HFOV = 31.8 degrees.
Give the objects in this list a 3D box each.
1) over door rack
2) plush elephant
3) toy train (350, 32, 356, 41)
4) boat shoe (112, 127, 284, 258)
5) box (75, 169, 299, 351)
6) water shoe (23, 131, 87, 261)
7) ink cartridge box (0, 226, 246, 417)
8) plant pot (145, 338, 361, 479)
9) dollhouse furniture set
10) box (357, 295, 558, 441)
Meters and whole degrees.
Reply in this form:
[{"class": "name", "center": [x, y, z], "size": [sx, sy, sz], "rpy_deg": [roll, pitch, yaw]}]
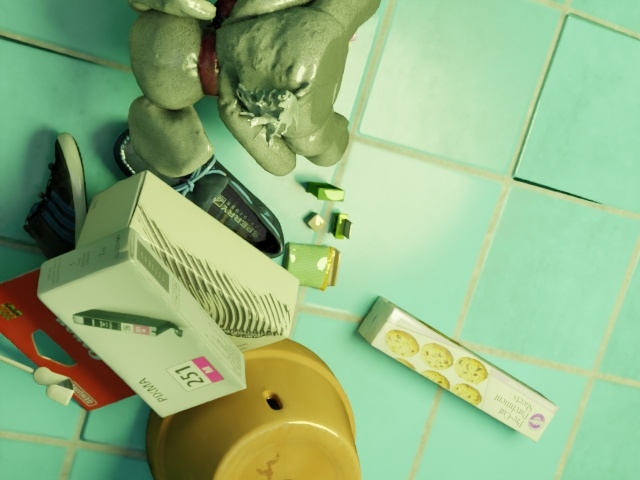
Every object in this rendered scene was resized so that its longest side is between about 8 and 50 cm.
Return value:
[{"class": "over door rack", "center": [-0.487, 0.208, 1.365], "size": [0.324, 0.108, 0.239], "rpy_deg": [27, 94, -1]}, {"class": "plush elephant", "center": [-0.106, -0.211, 1.322], "size": [0.255, 0.330, 0.271], "rpy_deg": [18, 115, 15]}, {"class": "toy train", "center": [-0.019, -0.268, 1.447], "size": [0.125, 0.046, 0.166], "rpy_deg": [-35, 111, -8]}, {"class": "boat shoe", "center": [-0.142, -0.066, 1.434], "size": [0.258, 0.089, 0.109], "rpy_deg": [29, 93, -22]}, {"class": "box", "center": [-0.159, 0.033, 1.399], "size": [0.275, 0.113, 0.094], "rpy_deg": [36, 49, -33]}, {"class": "water shoe", "center": [-0.328, -0.031, 1.392], "size": [0.080, 0.073, 0.203], "rpy_deg": [-5, 103, -12]}, {"class": "ink cartridge box", "center": [-0.257, 0.124, 1.361], "size": [0.239, 0.060, 0.275], "rpy_deg": [-22, 134, 15]}, {"class": "plant pot", "center": [-0.072, 0.293, 1.485], "size": [0.291, 0.203, 0.290], "rpy_deg": [-5, 106, -17]}, {"class": "dollhouse furniture set", "center": [0.000, 0.000, 1.512], "size": [0.076, 0.058, 0.151], "rpy_deg": [6, 101, -19]}, {"class": "box", "center": [0.201, 0.187, 1.621], "size": [0.324, 0.063, 0.067], "rpy_deg": [33, 93, -22]}]
